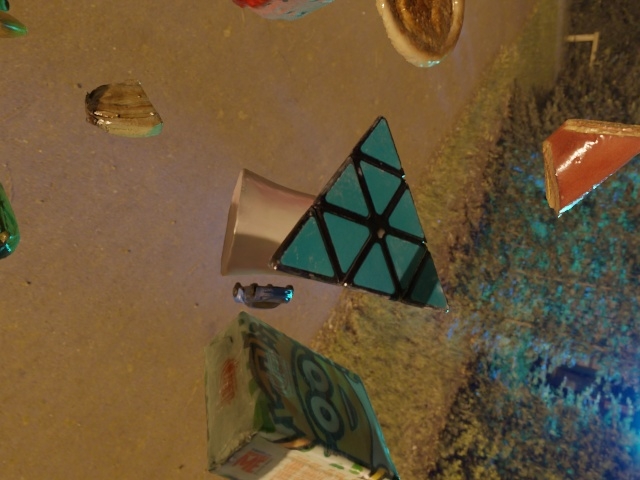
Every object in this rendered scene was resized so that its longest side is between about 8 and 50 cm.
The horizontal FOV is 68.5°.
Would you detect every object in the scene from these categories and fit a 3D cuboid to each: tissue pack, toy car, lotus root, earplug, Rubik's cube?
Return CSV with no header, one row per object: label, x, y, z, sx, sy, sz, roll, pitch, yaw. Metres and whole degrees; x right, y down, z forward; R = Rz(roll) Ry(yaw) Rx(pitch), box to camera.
tissue pack,-0.034,0.278,0.743,0.128,0.228,0.310,-42,125,13
toy car,-0.137,0.132,1.112,0.103,0.216,0.063,6,83,-27
lotus root,-0.437,-0.278,1.027,0.144,0.143,0.070,-13,156,-31
earplug,0.000,0.000,0.777,0.301,0.172,0.173,12,88,-16
Rubik's cube,-0.012,0.015,0.459,0.178,0.190,0.212,-17,85,-55

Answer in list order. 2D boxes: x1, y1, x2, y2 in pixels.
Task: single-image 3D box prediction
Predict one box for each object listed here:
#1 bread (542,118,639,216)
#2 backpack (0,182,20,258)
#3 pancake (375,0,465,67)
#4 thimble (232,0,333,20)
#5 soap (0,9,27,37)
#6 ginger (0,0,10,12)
bread,0.432,-0.137,0.777,0.192,0.119,0.067,-50,-169,28
backpack,-0.703,-0.029,0.851,0.253,0.140,0.207,-21,80,-28
pancake,0.102,-0.249,0.479,0.139,0.022,0.140,-1,92,-35
thimble,-0.031,-0.290,0.387,0.163,0.125,0.190,-44,117,-37
soap,-0.376,-0.223,0.452,0.089,0.168,0.033,-74,176,-80
ginger,-0.850,-0.555,1.130,0.104,0.204,0.080,-45,127,-58
